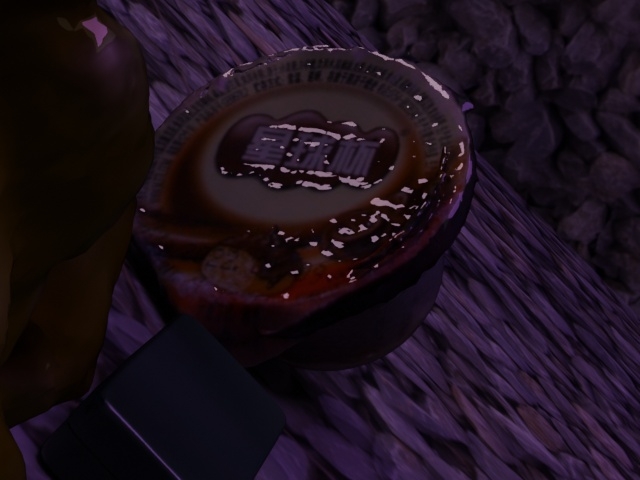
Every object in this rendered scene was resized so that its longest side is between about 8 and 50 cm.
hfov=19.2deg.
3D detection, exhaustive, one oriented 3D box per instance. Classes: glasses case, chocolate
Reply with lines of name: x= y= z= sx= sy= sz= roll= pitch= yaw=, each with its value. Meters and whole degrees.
glasses case: x=-0.065 y=0.086 z=0.842 sx=0.078 sy=0.039 sz=0.184 roll=47 pitch=11 yaw=-1
chocolate: x=0.002 y=0.008 z=1.095 sx=0.221 sy=0.221 sz=0.147 roll=58 pitch=-9 yaw=45

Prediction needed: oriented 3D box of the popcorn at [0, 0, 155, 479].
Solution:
popcorn: x=-0.134 y=-0.003 z=0.384 sx=0.206 sy=0.251 sz=0.237 roll=53 pitch=16 yaw=5
